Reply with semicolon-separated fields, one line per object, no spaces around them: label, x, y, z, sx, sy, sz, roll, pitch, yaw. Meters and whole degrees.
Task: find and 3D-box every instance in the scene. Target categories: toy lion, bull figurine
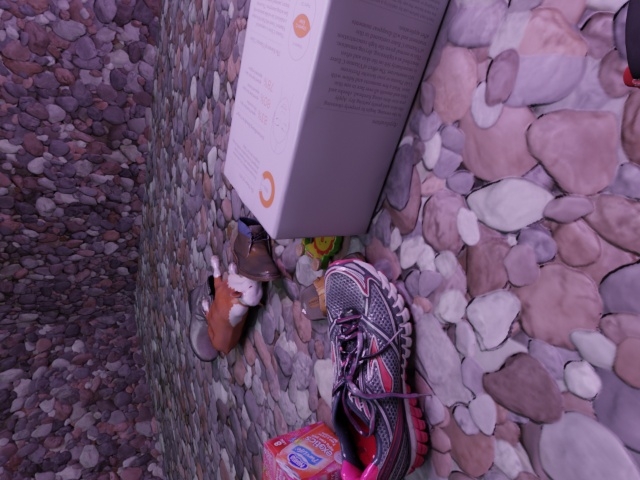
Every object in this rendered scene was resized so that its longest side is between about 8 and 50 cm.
toy lion;0.000;0.000;0.729;0.100;0.034;0.096;37;116;51
bull figurine;-0.231;0.157;1.044;0.310;0.101;0.188;-62;40;36

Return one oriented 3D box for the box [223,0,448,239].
box;-0.004;-0.204;0.584;0.215;0.168;0.346;48;131;44

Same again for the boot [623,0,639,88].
boot;0.281;-0.072;0.243;0.176;0.088;0.244;-141;29;-83

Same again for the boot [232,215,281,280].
boot;-0.149;0.016;0.915;0.219;0.082;0.106;26;117;56

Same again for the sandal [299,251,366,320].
sandal;0.009;0.087;0.689;0.219;0.060;0.090;-33;66;54

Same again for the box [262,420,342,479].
box;-0.025;0.475;0.717;0.122;0.128;0.257;21;111;55

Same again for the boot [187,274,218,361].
boot;-0.340;0.239;1.246;0.161;0.083;0.247;-30;69;49

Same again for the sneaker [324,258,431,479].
sneaker;0.060;0.169;0.546;0.120;0.112;0.299;-25;73;41
